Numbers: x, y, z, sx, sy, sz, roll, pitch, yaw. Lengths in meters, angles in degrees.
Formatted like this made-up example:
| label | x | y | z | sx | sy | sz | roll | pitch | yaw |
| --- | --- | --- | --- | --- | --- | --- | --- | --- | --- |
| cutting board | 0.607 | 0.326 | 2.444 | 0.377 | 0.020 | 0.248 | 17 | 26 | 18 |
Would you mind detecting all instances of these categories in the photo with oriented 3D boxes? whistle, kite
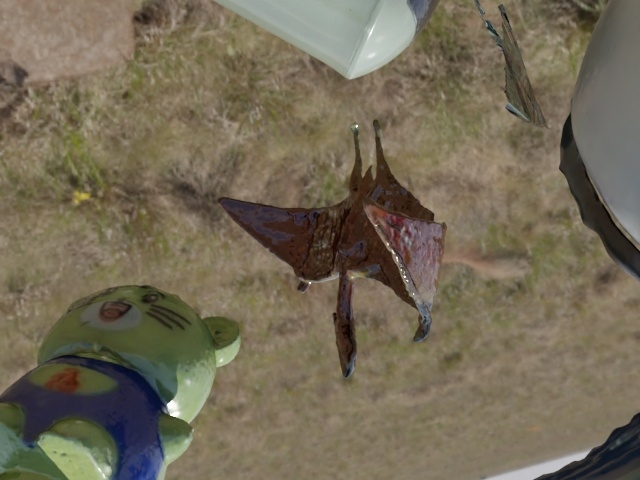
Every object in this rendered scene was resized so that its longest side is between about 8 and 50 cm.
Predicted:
| label | x | y | z | sx | sy | sz | roll | pitch | yaw |
| --- | --- | --- | --- | --- | --- | --- | --- | --- | --- |
| whistle | -0.117 | 0.094 | 0.372 | 0.105 | 0.227 | 0.085 | 9 | 124 | 12 |
| kite | 0.205 | -0.215 | 0.871 | 0.012 | 0.229 | 0.250 | -21 | 130 | 27 |

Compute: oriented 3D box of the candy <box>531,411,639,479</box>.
| label | x | y | z | sx | sy | sz | roll | pitch | yaw |
| --- | --- | --- | --- | --- | --- | --- | --- | --- | --- |
| candy | 0.244 | 0.165 | 0.362 | 0.187 | 0.077 | 0.331 | -28 | -162 | -4 |

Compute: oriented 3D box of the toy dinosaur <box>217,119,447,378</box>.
| label | x | y | z | sx | sy | sz | roll | pitch | yaw |
| --- | --- | --- | --- | --- | --- | --- | --- | --- | --- |
| toy dinosaur | -0.001 | -0.009 | 0.667 | 0.113 | 0.327 | 0.206 | 8 | 117 | -25 |

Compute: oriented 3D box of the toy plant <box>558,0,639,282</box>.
| label | x | y | z | sx | sy | sz | roll | pitch | yaw |
| --- | --- | --- | --- | --- | --- | --- | --- | --- | --- |
| toy plant | 0.210 | -0.133 | 0.215 | 0.247 | 0.247 | 0.332 | -13 | 140 | -7 |

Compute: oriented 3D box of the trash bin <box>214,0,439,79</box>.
| label | x | y | z | sx | sy | sz | roll | pitch | yaw |
| --- | --- | --- | --- | --- | --- | --- | --- | --- | --- |
| trash bin | -0.032 | -0.419 | 1.071 | 0.432 | 0.280 | 0.280 | 26 | 154 | -2 |
